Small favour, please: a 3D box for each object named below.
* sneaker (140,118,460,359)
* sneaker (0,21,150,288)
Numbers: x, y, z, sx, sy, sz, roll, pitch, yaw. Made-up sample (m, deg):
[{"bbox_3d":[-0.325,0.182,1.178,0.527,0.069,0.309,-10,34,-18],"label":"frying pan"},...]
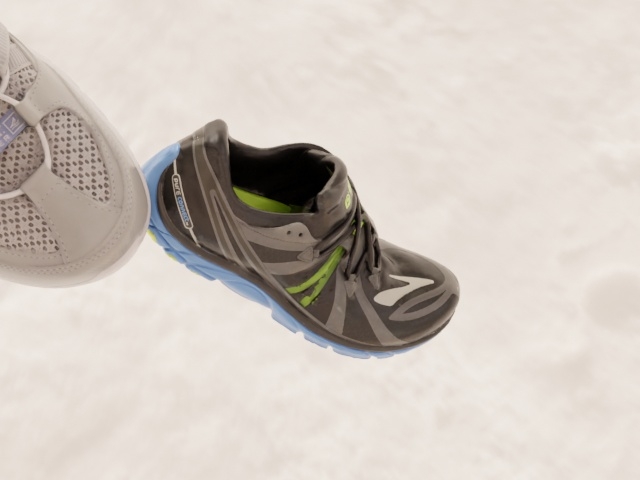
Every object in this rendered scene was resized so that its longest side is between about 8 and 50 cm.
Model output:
[{"bbox_3d":[0.000,0.000,0.921,0.188,0.067,0.078,28,126,-31],"label":"sneaker"},{"bbox_3d":[-0.194,-0.075,0.824,0.281,0.115,0.105,39,86,-9],"label":"sneaker"}]
